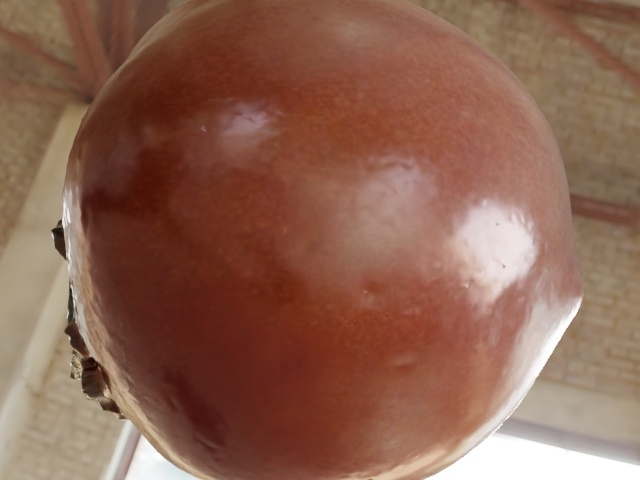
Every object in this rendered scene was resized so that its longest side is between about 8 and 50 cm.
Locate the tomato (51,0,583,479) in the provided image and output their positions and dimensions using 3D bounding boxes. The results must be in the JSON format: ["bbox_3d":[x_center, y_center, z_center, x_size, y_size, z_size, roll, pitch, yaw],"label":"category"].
[{"bbox_3d":[0.000,0.000,1.011,0.321,0.321,0.321,14,-29,8],"label":"tomato"}]
